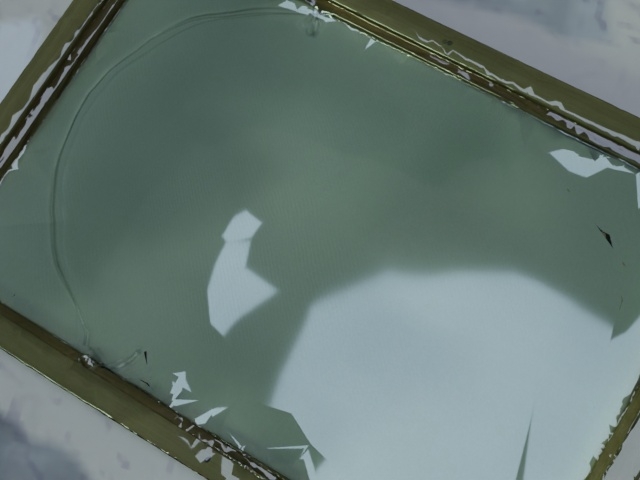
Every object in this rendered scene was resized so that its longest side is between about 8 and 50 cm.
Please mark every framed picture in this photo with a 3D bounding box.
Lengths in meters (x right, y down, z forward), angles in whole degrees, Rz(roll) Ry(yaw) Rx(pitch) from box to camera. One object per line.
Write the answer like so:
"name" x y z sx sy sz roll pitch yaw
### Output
"framed picture" 0.000 0.000 0.383 0.201 0.010 0.136 29 78 18
